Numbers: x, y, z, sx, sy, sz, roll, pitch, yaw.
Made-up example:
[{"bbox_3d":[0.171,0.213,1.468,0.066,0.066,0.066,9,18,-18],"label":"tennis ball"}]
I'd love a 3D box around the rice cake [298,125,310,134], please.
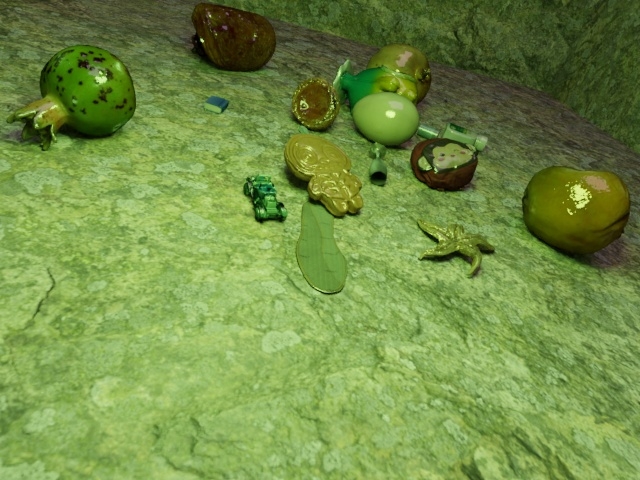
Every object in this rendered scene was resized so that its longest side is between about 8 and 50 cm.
[{"bbox_3d":[-0.045,-0.366,1.447,0.022,0.021,0.121,5,36,-35],"label":"rice cake"}]

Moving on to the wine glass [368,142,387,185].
[{"bbox_3d":[0.188,-0.247,1.362,0.066,0.066,0.198,15,38,-5],"label":"wine glass"}]

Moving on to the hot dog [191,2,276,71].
[{"bbox_3d":[-0.367,-0.870,1.772,0.387,0.174,0.267,-17,91,-45],"label":"hot dog"}]

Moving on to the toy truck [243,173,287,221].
[{"bbox_3d":[-0.132,-0.114,1.027,0.080,0.078,0.154,-3,41,-25],"label":"toy truck"}]

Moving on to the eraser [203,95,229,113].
[{"bbox_3d":[-0.360,-0.471,1.443,0.063,0.027,0.084,17,35,-4],"label":"eraser"}]

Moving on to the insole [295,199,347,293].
[{"bbox_3d":[0.000,0.000,0.990,0.119,0.009,0.348,10,36,-10],"label":"insole"}]

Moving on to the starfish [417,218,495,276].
[{"bbox_3d":[0.356,0.004,1.118,0.277,0.062,0.236,-8,38,-26],"label":"starfish"}]

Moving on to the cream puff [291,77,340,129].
[{"bbox_3d":[0.001,-0.492,1.544,0.183,0.183,0.169,28,14,14],"label":"cream puff"}]

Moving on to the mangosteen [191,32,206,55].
[{"bbox_3d":[-0.512,-0.875,1.851,0.140,0.140,0.140,12,36,-9],"label":"mangosteen"}]

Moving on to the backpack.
[{"bbox_3d":[0.412,-0.269,1.429,0.229,0.139,0.229,-1,46,1],"label":"backpack"}]

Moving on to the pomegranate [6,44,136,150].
[{"bbox_3d":[-0.585,-0.348,1.028,0.231,0.231,0.286,14,46,-6],"label":"pomegranate"}]

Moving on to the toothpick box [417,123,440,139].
[{"bbox_3d":[0.457,-0.456,1.762,0.083,0.052,0.052,26,36,12],"label":"toothpick box"}]

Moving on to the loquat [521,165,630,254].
[{"bbox_3d":[0.752,-0.093,1.244,0.284,0.276,0.276,17,32,27],"label":"loquat"}]

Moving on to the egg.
[{"bbox_3d":[0.239,-0.453,1.544,0.254,0.188,0.188,21,35,12],"label":"egg"}]

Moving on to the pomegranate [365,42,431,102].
[{"bbox_3d":[0.362,-0.741,1.900,0.319,0.319,0.319,12,36,-9],"label":"pomegranate"}]

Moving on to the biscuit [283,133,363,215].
[{"bbox_3d":[0.014,-0.190,1.147,0.202,0.044,0.288,-9,57,-32],"label":"biscuit"}]

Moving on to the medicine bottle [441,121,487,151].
[{"bbox_3d":[0.625,-0.448,1.813,0.183,0.069,0.119,23,33,4],"label":"medicine bottle"}]

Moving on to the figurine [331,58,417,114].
[{"bbox_3d":[0.235,-0.595,1.709,0.340,0.231,0.323,23,0,19],"label":"figurine"}]
